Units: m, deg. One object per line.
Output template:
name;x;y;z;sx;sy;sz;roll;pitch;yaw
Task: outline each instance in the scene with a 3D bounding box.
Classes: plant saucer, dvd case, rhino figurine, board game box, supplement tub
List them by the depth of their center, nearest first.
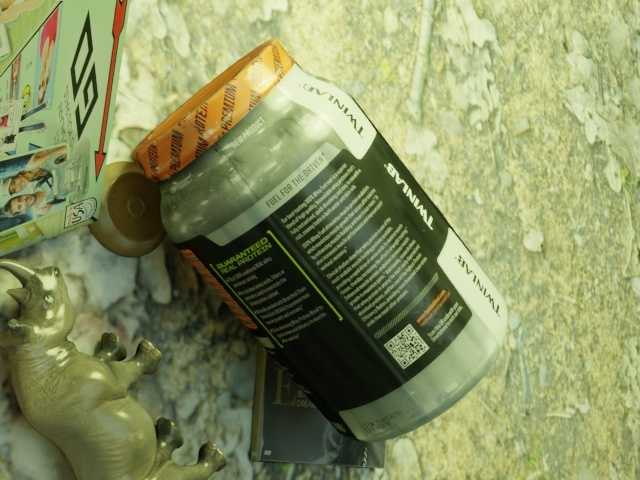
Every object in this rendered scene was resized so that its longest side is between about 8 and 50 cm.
board game box;-0.221;-0.113;0.591;0.046;0.317;0.213;39;42;25
rhino figurine;-0.175;0.115;0.716;0.106;0.073;0.243;-45;111;-42
plant saucer;-0.159;-0.028;0.796;0.083;0.015;0.083;9;76;-41
supplement tub;0.000;0.000;0.799;0.316;0.193;0.193;51;52;-16
dvd case;0.007;0.108;0.924;0.164;0.018;0.221;15;72;-40
